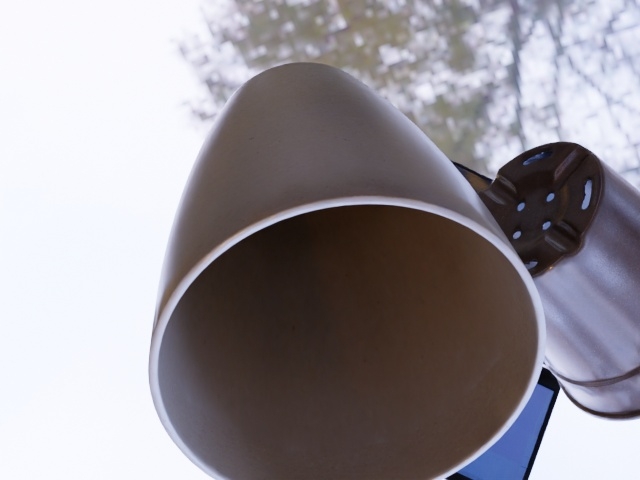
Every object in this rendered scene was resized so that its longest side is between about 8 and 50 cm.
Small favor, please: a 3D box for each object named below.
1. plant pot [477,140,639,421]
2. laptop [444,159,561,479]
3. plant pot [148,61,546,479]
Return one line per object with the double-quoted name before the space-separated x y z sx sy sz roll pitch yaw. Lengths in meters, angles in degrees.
"plant pot" 0.199 0.023 1.353 0.167 0.165 0.167 -29 -140 28
"laptop" 0.159 0.095 1.821 0.234 0.264 0.136 26 -148 -7
"plant pot" 0.000 0.000 1.272 0.256 0.256 0.274 -20 -144 5
